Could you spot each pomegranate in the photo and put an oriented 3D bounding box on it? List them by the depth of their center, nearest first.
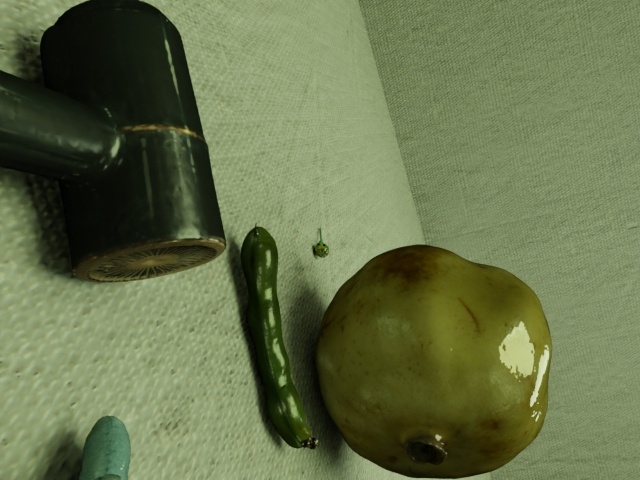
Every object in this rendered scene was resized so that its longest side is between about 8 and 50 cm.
[{"bbox_3d":[0.153,0.171,0.852,0.332,0.332,0.333,-15,90,-74],"label":"pomegranate"}]

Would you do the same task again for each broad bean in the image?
[{"bbox_3d":[-0.051,0.108,0.683,0.052,0.052,0.257,157,-79,-67],"label":"broad bean"}]

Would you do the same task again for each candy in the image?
[{"bbox_3d":[0.000,0.000,1.022,0.083,0.025,0.023,-97,-167,-55],"label":"candy"}]

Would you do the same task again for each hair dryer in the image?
[{"bbox_3d":[-0.185,-0.087,0.333,0.352,0.107,0.189,16,58,-66],"label":"hair dryer"}]

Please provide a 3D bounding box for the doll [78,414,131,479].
[{"bbox_3d":[-0.132,0.175,0.322,0.180,0.075,0.120,-117,-150,-49],"label":"doll"}]
